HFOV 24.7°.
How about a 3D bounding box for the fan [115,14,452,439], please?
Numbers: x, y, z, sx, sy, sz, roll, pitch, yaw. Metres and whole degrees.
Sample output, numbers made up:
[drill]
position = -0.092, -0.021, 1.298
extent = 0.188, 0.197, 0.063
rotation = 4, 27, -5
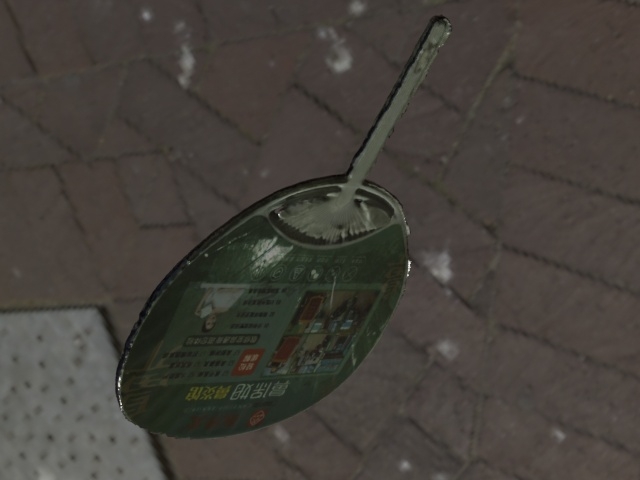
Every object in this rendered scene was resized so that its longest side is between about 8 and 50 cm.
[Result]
[fan]
position = 0.005, 0.021, 0.907
extent = 0.012, 0.294, 0.223
rotation = 44, 178, 35
